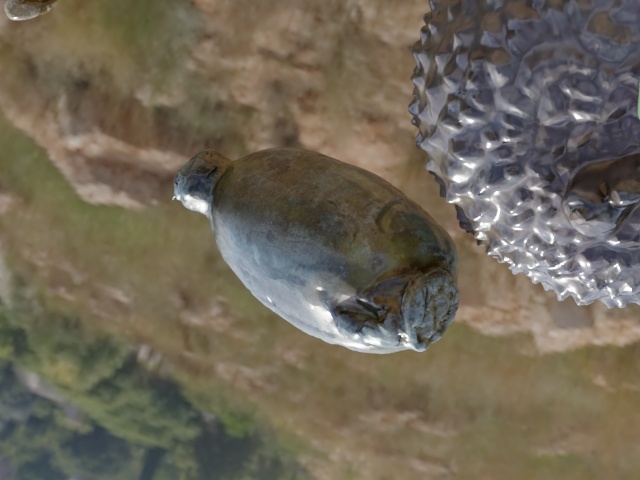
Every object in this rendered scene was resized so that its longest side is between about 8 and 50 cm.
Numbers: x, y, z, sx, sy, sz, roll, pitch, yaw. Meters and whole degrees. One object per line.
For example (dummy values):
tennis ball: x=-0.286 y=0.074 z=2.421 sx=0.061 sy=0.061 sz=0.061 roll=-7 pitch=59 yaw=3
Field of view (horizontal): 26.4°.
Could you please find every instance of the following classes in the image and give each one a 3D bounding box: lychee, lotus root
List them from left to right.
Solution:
lotus root: x=0.002 y=-0.001 z=1.358 sx=0.349 sy=0.175 sz=0.175 roll=31 pitch=172 yaw=34
lychee: x=0.276 y=-0.139 z=1.194 sx=0.380 sy=0.432 sz=0.380 roll=11 pitch=127 yaw=15

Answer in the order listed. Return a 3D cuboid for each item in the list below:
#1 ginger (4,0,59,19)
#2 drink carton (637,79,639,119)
ginger: x=-0.210 y=-0.282 z=1.134 sx=0.218 sy=0.270 sz=0.123 roll=-5 pitch=122 yaw=33
drink carton: x=0.211 y=-0.121 z=0.636 sx=0.146 sy=0.142 sz=0.144 roll=19 pitch=-152 yaw=37
